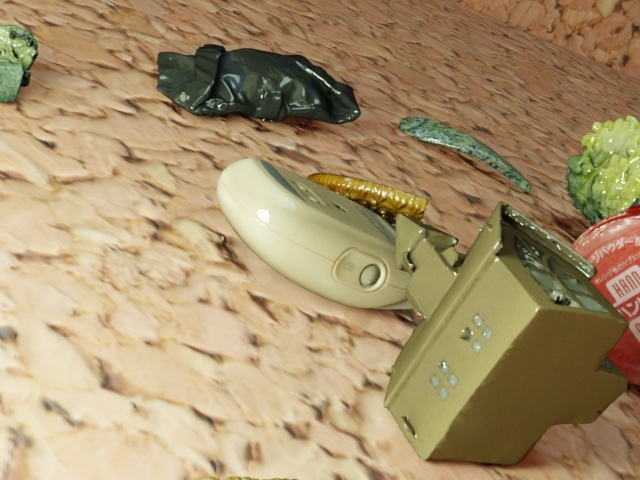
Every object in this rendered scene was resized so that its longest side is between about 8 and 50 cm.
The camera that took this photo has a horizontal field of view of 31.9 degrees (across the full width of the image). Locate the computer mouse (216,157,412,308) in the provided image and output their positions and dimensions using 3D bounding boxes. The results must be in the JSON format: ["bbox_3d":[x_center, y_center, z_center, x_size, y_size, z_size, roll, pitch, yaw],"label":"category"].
[{"bbox_3d":[0.000,0.000,1.078,0.237,0.082,0.145,24,15,-40],"label":"computer mouse"}]

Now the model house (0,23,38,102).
[{"bbox_3d":[-0.331,-0.182,1.153,0.079,0.066,0.083,13,26,-27],"label":"model house"}]

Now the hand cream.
[{"bbox_3d":[0.366,0.055,1.231,0.193,0.193,0.125,33,20,17],"label":"hand cream"}]

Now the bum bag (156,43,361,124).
[{"bbox_3d":[-0.082,-0.204,1.471,0.310,0.074,0.137,-2,46,-41],"label":"bum bag"}]

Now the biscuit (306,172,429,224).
[{"bbox_3d":[0.043,-0.043,1.215,0.126,0.025,0.206,18,-5,-8],"label":"biscuit"}]

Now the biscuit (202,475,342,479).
[{"bbox_3d":[0.011,0.188,0.734,0.199,0.034,0.064,11,25,-34],"label":"biscuit"}]

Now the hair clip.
[{"bbox_3d":[0.227,-0.140,1.729,0.229,0.036,0.066,28,28,5],"label":"hair clip"}]

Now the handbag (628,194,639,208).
[{"bbox_3d":[0.484,0.057,1.385,0.252,0.190,0.193,31,32,-1],"label":"handbag"}]

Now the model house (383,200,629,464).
[{"bbox_3d":[0.138,0.052,0.981,0.176,0.180,0.248,14,30,-35],"label":"model house"}]

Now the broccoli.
[{"bbox_3d":[0.528,-0.094,1.623,0.348,0.280,0.293,27,22,-10],"label":"broccoli"}]
